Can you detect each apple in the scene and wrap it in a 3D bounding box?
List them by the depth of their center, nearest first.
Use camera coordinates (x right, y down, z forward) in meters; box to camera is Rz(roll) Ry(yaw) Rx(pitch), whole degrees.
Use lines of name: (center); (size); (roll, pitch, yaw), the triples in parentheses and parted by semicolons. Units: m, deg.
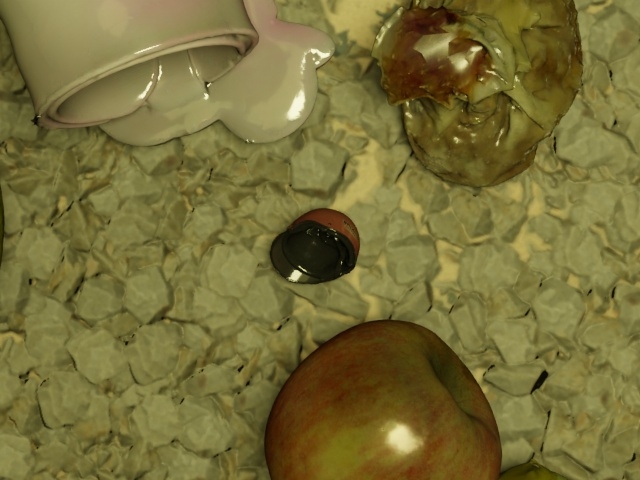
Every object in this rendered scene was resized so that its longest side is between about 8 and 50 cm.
apple: (0.048, 0.165, 0.928); (0.174, 0.188, 0.188); (-37, 86, 15)

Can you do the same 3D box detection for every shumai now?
shumai: (0.134, -0.150, 0.939); (0.161, 0.153, 0.209); (22, 96, 13)

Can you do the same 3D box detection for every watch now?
watch: (-0.125, -0.169, 0.932); (0.248, 0.217, 0.211); (-20, 88, 7)

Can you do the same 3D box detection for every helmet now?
helmet: (-0.001, 0.000, 1.002); (0.084, 0.049, 0.065); (-16, 122, 32)

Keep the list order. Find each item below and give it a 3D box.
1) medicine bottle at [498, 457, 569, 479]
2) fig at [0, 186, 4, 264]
medicine bottle: (0.230, 0.281, 0.939); (0.239, 0.124, 0.124); (34, 94, 5)
fig: (-0.412, -0.014, 0.928); (0.343, 0.343, 0.343); (0, 90, 7)
